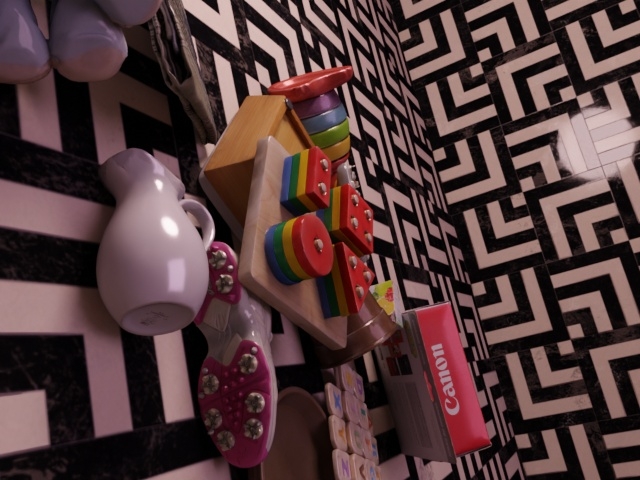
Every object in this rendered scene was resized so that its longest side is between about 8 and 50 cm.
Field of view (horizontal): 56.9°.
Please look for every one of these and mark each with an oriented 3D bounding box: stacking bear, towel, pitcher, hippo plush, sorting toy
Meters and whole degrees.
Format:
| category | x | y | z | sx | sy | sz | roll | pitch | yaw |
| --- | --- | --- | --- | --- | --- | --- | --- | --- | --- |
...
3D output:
| category | x | y | z | sx | sy | sz | roll | pitch | yaw |
| --- | --- | --- | --- | --- | --- | --- | --- | --- | --- |
| stacking bear | -0.001 | -0.208 | 1.281 | 0.175 | 0.164 | 0.288 | -29 | 115 | -30 |
| towel | -0.224 | -0.315 | 0.855 | 0.324 | 0.056 | 0.312 | 130 | -55 | -83 |
| pitcher | -0.188 | 0.012 | 0.729 | 0.178 | 0.126 | 0.207 | 27 | 38 | -47 |
| hippo plush | -0.335 | -0.324 | 0.634 | 0.236 | 0.234 | 0.294 | 56 | 3 | 41 |
| sorting toy | 0.000 | 0.000 | 0.912 | 0.257 | 0.089 | 0.255 | 44 | 39 | -45 |

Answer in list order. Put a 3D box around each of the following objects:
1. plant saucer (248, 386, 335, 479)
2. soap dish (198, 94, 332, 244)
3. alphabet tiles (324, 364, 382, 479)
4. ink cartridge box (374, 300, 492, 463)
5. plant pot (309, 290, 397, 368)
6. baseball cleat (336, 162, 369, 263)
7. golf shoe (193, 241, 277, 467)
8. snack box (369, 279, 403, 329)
| category | x | y | z | sx | sy | sz | roll | pitch | yaw |
| --- | --- | --- | --- | --- | --- | --- | --- | --- | --- |
| plant saucer | -0.033 | 0.363 | 0.893 | 0.278 | 0.041 | 0.277 | -18 | 90 | -71 |
| soap dish | -0.084 | -0.116 | 1.066 | 0.229 | 0.118 | 0.290 | 57 | 26 | -29 |
| alphabet tiles | 0.070 | 0.374 | 1.097 | 0.278 | 0.021 | 0.284 | 53 | 25 | -56 |
| ink cartridge box | 0.238 | 0.300 | 1.269 | 0.272 | 0.130 | 0.309 | 139 | -61 | -69 |
| plant pot | 0.033 | 0.125 | 1.103 | 0.165 | 0.167 | 0.167 | 62 | 23 | -2 |
| baseball cleat | 0.032 | -0.042 | 1.134 | 0.072 | 0.110 | 0.205 | -64 | 144 | -72 |
| golf shoe | -0.103 | 0.153 | 0.830 | 0.140 | 0.115 | 0.306 | 25 | 51 | -64 |
| snack box | 0.095 | 0.150 | 1.228 | 0.037 | 0.141 | 0.100 | 44 | 35 | -46 |
